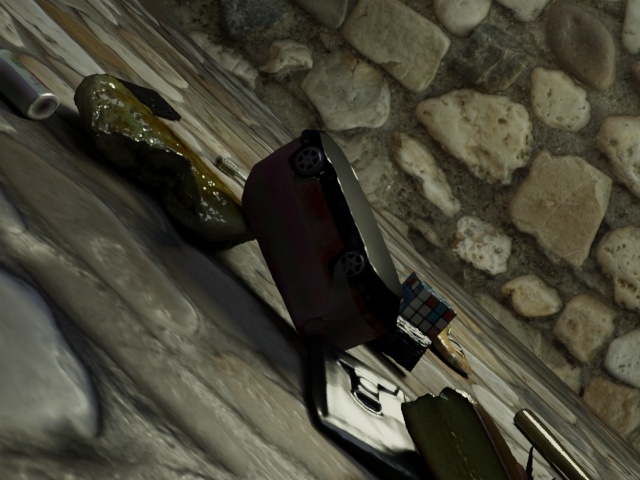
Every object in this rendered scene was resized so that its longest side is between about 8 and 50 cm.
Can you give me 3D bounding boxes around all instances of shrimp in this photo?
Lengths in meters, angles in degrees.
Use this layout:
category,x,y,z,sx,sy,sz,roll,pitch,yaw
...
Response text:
category,x,y,z,sx,sy,sz,roll,pitch,yaw
shrimp,0.254,0.202,2.391,0.143,0.052,0.251,51,14,-8

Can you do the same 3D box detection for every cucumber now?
category,x,y,z,sx,sy,sz,roll,pitch,yaw
cucumber,0.051,0.096,1.883,0.293,0.067,0.067,40,8,-2

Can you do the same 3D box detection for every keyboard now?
category,x,y,z,sx,sy,sz,roll,pitch,yaw
keyboard,-0.323,-0.260,2.162,0.087,0.017,0.250,44,9,8

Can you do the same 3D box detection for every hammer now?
category,x,y,z,sx,sy,sz,roll,pitch,yaw
hammer,0.496,0.462,2.152,0.168,0.044,0.440,36,9,-44

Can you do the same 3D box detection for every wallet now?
category,x,y,z,sx,sy,sz,roll,pitch,yaw
wallet,0.055,0.203,1.400,0.169,0.052,0.245,38,11,-13

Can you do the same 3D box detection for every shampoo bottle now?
category,x,y,z,sx,sy,sz,roll,pitch,yaw
shampoo bottle,-0.376,-0.196,1.459,0.099,0.043,0.072,43,8,9

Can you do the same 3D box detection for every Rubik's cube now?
category,x,y,z,sx,sy,sz,roll,pitch,yaw
Rubik's cube,0.189,0.133,2.250,0.092,0.092,0.092,39,8,-17

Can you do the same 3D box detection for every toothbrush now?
category,x,y,z,sx,sy,sz,roll,pitch,yaw
toothbrush,-0.070,-0.058,2.268,0.342,0.025,0.030,38,14,-28

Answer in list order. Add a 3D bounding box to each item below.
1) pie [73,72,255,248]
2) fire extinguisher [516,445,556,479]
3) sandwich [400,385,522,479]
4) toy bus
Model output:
category,x,y,z,sx,sy,sz,roll,pitch,yaw
pie,-0.214,-0.108,1.654,0.337,0.075,0.337,44,7,-6
fire extinguisher,0.228,0.291,1.530,0.252,0.106,0.075,36,-10,-32
sandwich,0.182,0.277,1.321,0.244,0.090,0.088,63,10,17
toy bus,0.000,0.000,1.583,0.127,0.147,0.302,46,19,-58
